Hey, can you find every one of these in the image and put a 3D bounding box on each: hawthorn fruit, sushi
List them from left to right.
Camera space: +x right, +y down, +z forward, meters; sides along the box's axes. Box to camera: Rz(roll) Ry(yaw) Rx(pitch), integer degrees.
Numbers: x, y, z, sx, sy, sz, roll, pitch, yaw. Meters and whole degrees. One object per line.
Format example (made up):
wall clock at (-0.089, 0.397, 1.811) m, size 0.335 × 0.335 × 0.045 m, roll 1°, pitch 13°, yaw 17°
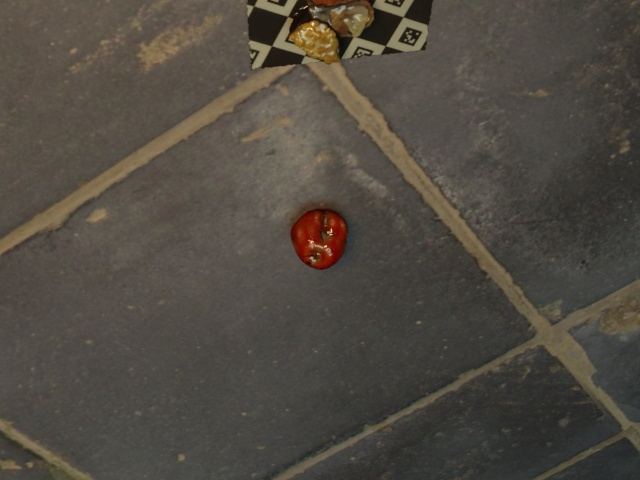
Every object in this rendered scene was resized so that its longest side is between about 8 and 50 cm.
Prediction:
hawthorn fruit at (0.000, 0.000, 1.959) m, size 0.093 × 0.093 × 0.093 m, roll -9°, pitch 136°, yaw -9°
sushi at (0.033, -0.328, 1.668) m, size 0.264 × 0.050 × 0.290 m, roll -8°, pitch 135°, yaw -10°
